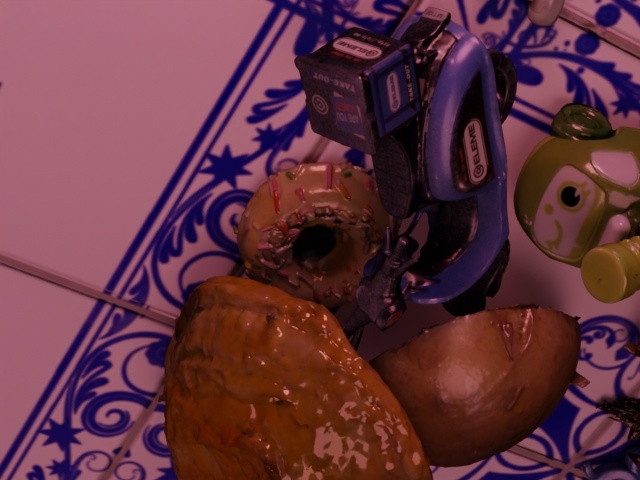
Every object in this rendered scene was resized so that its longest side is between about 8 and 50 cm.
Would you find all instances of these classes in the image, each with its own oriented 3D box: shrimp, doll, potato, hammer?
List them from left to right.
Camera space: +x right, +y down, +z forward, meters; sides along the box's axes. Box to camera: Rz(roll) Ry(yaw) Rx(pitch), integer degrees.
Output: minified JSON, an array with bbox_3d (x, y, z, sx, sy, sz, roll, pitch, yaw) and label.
[{"bbox_3d":[0.176,0.164,1.473,0.239,0.116,0.299,-31,156,16],"label":"potato"},{"bbox_3d":[0.187,-0.231,1.318,0.083,0.031,0.053,12,120,-7],"label":"hammer"},{"bbox_3d":[0.394,0.234,1.657,0.161,0.091,0.034,23,163,-14],"label":"shrimp"},{"bbox_3d":[0.411,0.301,1.709,0.205,0.067,0.110,12,105,-7],"label":"doll"}]

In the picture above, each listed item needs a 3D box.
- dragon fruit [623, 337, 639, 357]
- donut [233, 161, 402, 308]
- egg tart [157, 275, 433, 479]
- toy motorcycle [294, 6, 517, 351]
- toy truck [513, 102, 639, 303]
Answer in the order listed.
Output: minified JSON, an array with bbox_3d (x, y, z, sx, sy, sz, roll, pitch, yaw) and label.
[{"bbox_3d":[0.417,0.087,1.548,0.102,0.096,0.147,25,151,-11],"label":"dragon fruit"},{"bbox_3d":[0.000,0.000,1.438,0.174,0.068,0.175,-3,127,-4],"label":"donut"},{"bbox_3d":[-0.046,0.189,1.425,0.351,0.153,0.339,29,146,26],"label":"egg tart"},{"bbox_3d":[0.091,-0.046,1.332,0.212,0.125,0.359,-35,131,-29],"label":"toy motorcycle"},{"bbox_3d":[0.304,-0.023,1.387,0.187,0.210,0.148,-2,128,-28],"label":"toy truck"}]
